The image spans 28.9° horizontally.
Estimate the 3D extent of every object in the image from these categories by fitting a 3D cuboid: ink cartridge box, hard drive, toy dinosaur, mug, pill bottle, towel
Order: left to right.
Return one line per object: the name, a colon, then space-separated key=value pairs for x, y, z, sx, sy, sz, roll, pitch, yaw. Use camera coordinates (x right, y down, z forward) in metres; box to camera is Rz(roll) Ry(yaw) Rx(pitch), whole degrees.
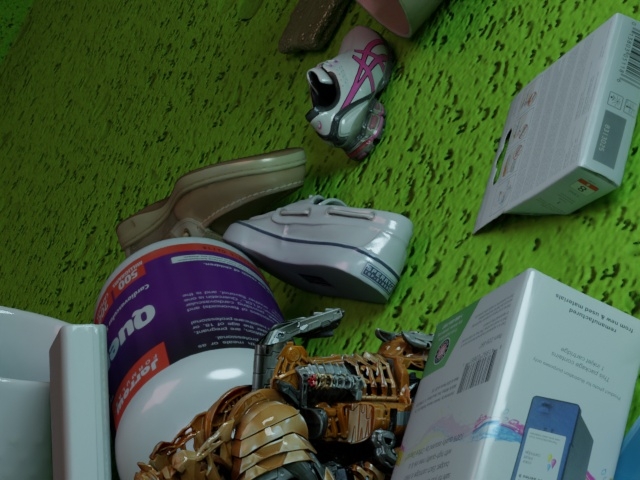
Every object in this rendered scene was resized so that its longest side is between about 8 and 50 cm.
mug: x=-0.370 y=0.254 z=1.385 sx=0.374 sy=0.276 sz=0.328 roll=-36 pitch=-39 yaw=-79
hard drive: x=-0.211 y=0.239 z=1.095 sx=0.203 sy=0.040 sz=0.307 roll=144 pitch=124 yaw=-71
pill bottle: x=-0.101 y=0.137 z=1.107 sx=0.181 sy=0.181 sz=0.323 roll=-52 pitch=27 yaw=12
toy dinosaur: x=-0.030 y=0.172 z=0.893 sx=0.322 sy=0.218 sz=0.164 roll=-16 pitch=9 yaw=-7
towel: x=0.005 y=-0.300 z=1.564 sx=0.110 sy=0.027 sz=0.148 roll=8 pitch=67 yaw=61
ink cartridge box: x=0.112 y=0.146 z=0.795 sx=0.212 sy=0.093 sz=0.154 roll=-69 pitch=11 yaw=-24
ink cartridge box: x=0.196 y=-0.083 z=1.012 sx=0.179 sy=0.045 sz=0.145 roll=135 pitch=156 yaw=-65

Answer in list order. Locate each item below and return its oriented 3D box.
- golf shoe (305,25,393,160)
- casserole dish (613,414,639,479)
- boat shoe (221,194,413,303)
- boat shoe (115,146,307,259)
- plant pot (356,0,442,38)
golf shoe: x=0.029 y=-0.174 z=1.326 sx=0.067 sy=0.086 sz=0.186 roll=-38 pitch=31 yaw=37
casserole dish: x=0.204 y=0.131 z=0.695 sx=0.114 sy=0.037 sz=0.188 roll=-78 pitch=10 yaw=-59
boat shoe: x=0.000 y=0.000 z=1.200 sx=0.258 sy=0.095 sz=0.084 roll=13 pitch=69 yaw=52
boat shoe: x=-0.113 y=-0.015 z=1.392 sx=0.341 sy=0.121 sz=0.110 roll=-26 pitch=79 yaw=54
plant pot: x=0.113 y=-0.393 z=1.280 sx=0.274 sy=0.256 sz=0.256 roll=-40 pitch=27 yaw=-2
